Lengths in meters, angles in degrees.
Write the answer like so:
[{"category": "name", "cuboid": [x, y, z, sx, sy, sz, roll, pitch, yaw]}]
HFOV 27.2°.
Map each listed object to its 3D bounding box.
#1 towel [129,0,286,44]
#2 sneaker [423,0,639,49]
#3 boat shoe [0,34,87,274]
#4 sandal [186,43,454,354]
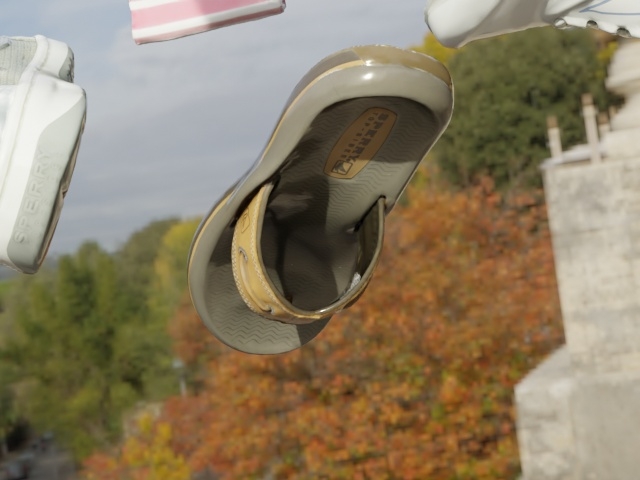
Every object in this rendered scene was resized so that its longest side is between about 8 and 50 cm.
[{"category": "towel", "cuboid": [-0.101, -0.271, 1.119, 0.144, 0.197, 0.029, -8, -5, 24]}, {"category": "sneaker", "cuboid": [0.202, -0.170, 0.821, 0.297, 0.129, 0.111, -17, 11, 30]}, {"category": "boat shoe", "cuboid": [-0.193, -0.058, 0.704, 0.103, 0.118, 0.320, 16, 8, -18]}, {"category": "sandal", "cuboid": [0.000, 0.000, 0.605, 0.090, 0.060, 0.219, 7, -36, -25]}]
